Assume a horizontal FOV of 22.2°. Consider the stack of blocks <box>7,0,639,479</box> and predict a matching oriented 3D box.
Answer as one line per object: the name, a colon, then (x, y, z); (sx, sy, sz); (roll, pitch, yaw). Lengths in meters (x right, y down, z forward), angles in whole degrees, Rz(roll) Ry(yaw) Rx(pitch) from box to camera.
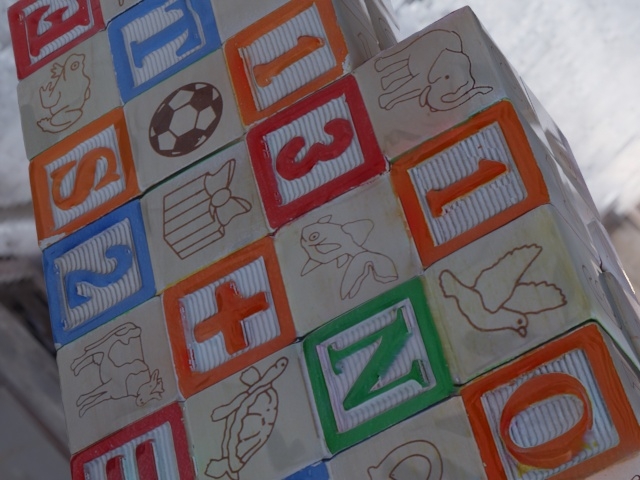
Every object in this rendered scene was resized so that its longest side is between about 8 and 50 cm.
stack of blocks: (0.000, 0.000, 0.550); (0.171, 0.297, 0.087); (-29, 140, 15)
